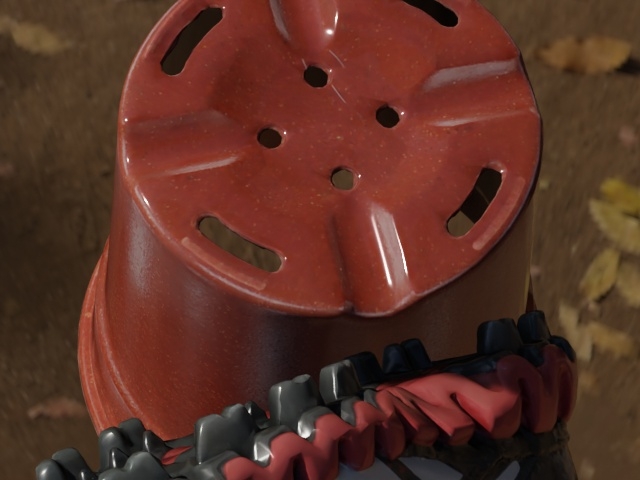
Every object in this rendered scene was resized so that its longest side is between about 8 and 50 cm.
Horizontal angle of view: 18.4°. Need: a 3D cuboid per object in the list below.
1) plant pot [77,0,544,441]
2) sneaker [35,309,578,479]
[{"bbox_3d":[0.000,0.000,1.039,0.272,0.265,0.272,1,63,-2],"label":"plant pot"},{"bbox_3d":[0.008,0.107,0.645,0.098,0.276,0.135,-15,86,36],"label":"sneaker"}]
